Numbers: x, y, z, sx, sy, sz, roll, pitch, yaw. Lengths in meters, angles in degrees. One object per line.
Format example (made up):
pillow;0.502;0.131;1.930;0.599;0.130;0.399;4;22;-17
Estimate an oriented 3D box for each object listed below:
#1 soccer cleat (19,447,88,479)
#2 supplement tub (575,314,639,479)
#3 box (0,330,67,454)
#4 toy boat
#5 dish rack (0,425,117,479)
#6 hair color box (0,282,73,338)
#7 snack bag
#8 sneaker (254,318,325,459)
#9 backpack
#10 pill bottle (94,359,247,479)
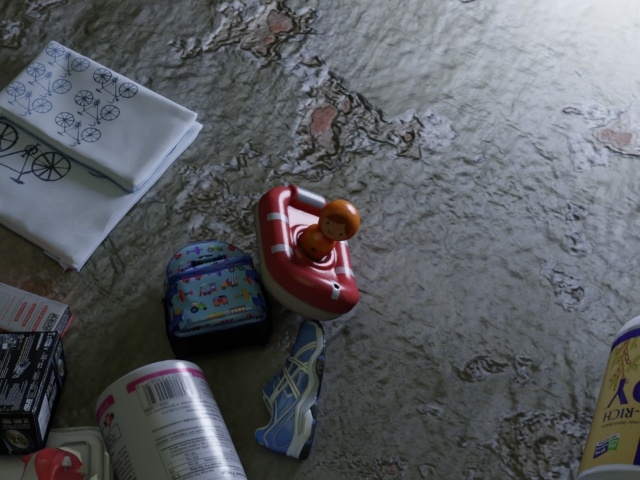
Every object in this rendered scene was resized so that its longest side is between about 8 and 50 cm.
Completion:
soccer cleat;-0.368;0.384;1.507;0.095;0.083;0.248;-7;59;32
supplement tub;0.461;0.281;1.525;0.241;0.241;0.331;17;61;11
box;-0.443;0.210;1.642;0.147;0.077;0.180;-1;33;1
toy boat;0.000;0.000;1.725;0.151;0.151;0.231;20;42;-32
dish rack;-0.400;0.399;1.575;0.286;0.072;0.332;-6;58;-1
hair color box;-0.448;0.113;1.759;0.141;0.043;0.072;17;61;12
snack bag;-0.417;-0.146;1.917;0.323;0.037;0.342;29;64;17
sneaker;-0.038;0.201;1.677;0.081;0.080;0.211;9;59;3
backpack;-0.157;0.071;1.738;0.158;0.117;0.173;-9;57;-5
pill bottle;-0.182;0.315;1.566;0.160;0.160;0.283;-20;61;-10
